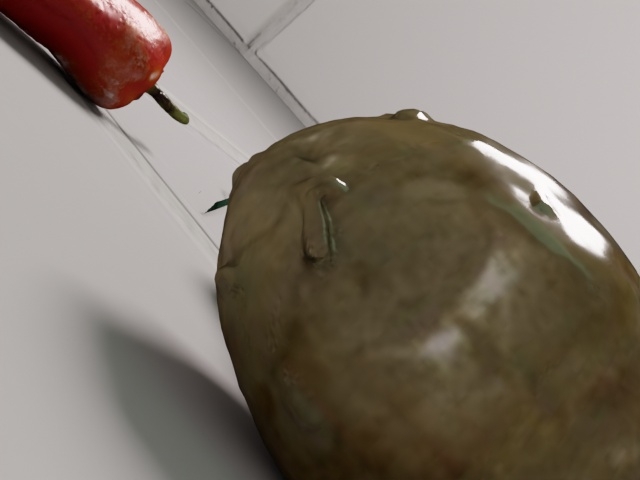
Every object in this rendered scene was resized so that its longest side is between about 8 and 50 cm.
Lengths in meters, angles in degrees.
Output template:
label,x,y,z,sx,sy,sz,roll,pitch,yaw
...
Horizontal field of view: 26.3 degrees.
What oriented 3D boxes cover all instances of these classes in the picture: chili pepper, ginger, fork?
label,x,y,z,sx,sy,sz,roll,pitch,yaw
chili pepper,-0.148,-0.132,0.748,0.071,0.063,0.272,35,-2,41
ginger,0.056,0.056,0.598,0.244,0.155,0.304,41,-3,-1
fork,-0.055,-0.036,0.937,0.021,0.039,0.235,43,8,4
